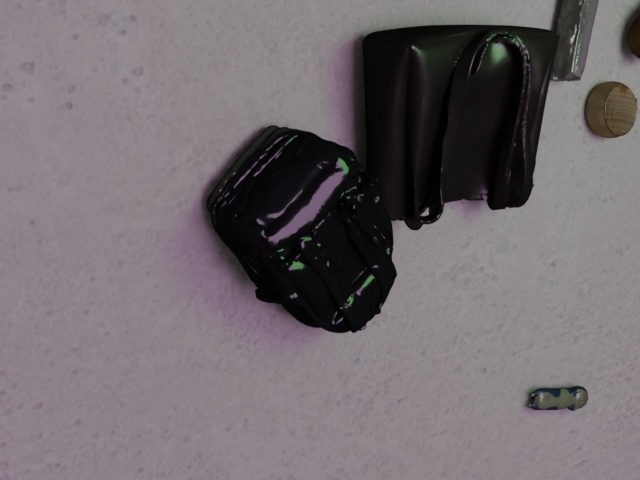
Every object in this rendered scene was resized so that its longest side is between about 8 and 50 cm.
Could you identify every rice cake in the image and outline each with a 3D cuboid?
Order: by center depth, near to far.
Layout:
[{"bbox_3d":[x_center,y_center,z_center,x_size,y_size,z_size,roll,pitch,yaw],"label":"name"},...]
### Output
[{"bbox_3d":[0.369,-0.350,1.664,0.055,0.049,0.269,15,88,-52],"label":"rice cake"}]

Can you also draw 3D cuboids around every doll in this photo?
[{"bbox_3d":[0.355,0.236,1.772,0.125,0.027,0.037,2,104,-37],"label":"doll"}]

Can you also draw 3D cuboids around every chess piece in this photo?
[{"bbox_3d":[0.427,-0.192,1.744,0.084,0.038,0.083,-6,101,-34],"label":"chess piece"}]

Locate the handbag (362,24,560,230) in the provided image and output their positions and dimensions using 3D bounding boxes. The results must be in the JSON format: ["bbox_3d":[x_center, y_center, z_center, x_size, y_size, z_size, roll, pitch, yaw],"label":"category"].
[{"bbox_3d":[0.180,-0.150,1.525,0.285,0.113,0.257,-10,111,-36],"label":"handbag"}]

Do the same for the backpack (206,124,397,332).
[{"bbox_3d":[0.000,0.000,1.409,0.206,0.133,0.258,-48,130,-16],"label":"backpack"}]

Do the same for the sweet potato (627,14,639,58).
[{"bbox_3d":[0.531,-0.354,1.781,0.233,0.062,0.081,-47,138,-25],"label":"sweet potato"}]
